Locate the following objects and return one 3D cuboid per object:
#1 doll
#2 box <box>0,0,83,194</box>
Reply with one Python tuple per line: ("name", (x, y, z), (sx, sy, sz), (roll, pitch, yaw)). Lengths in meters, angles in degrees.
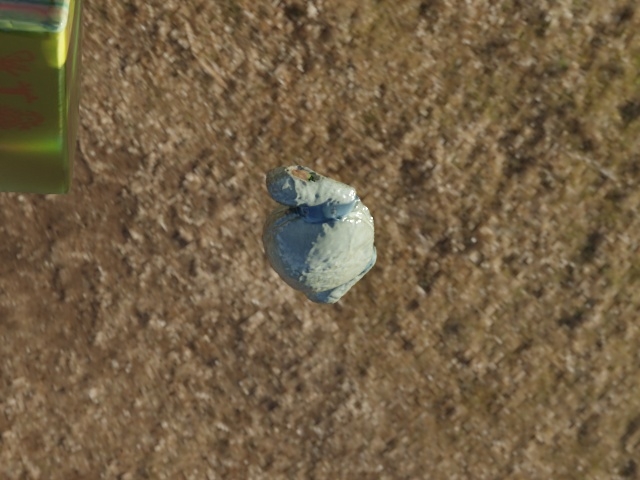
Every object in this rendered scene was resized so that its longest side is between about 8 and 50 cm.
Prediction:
("doll", (0.000, 0.000, 1.018), (0.104, 0.071, 0.214), (-15, 146, 5))
("box", (-0.118, -0.192, 0.458), (0.043, 0.311, 0.173), (2, 164, -12))
